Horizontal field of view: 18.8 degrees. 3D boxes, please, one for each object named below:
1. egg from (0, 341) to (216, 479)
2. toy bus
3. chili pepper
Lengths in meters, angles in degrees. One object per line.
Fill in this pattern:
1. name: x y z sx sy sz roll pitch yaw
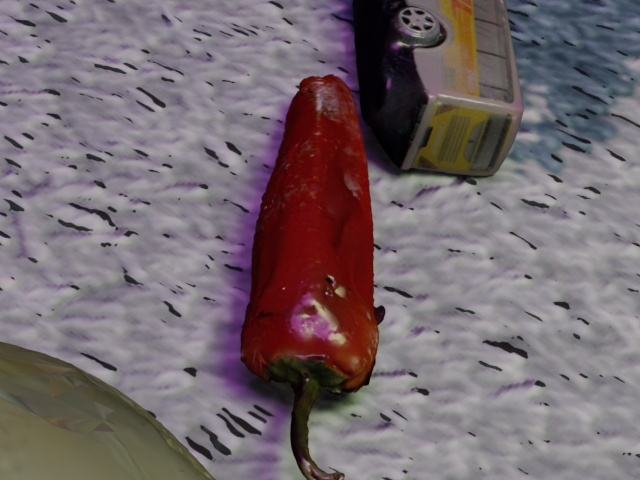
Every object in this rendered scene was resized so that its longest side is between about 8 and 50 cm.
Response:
1. egg: -0.110 0.128 0.495 0.337 0.201 0.337 21 7 -3
2. toy bus: 0.056 -0.106 0.942 0.072 0.057 0.172 9 45 -12
3. chili pepper: 0.000 0.000 0.833 0.059 0.050 0.268 3 43 2
